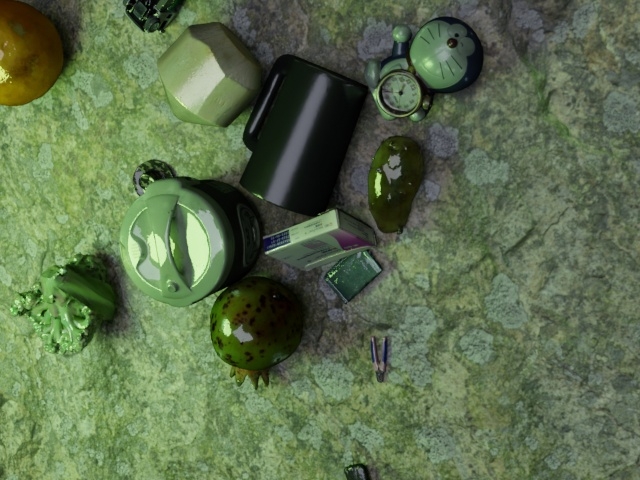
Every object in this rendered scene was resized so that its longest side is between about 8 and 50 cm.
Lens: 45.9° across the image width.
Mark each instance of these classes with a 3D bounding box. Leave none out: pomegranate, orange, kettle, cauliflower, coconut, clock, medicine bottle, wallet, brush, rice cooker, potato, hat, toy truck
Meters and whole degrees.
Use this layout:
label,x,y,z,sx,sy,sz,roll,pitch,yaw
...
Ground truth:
label,x,y,z,sx,sy,sz,roll,pitch,yaw
pomegranate,-0.158,0.228,1.750,0.231,0.231,0.285,20,103,14
orange,-0.763,-0.458,1.845,0.261,0.261,0.261,3,99,18
kettle,-0.039,-0.237,1.690,0.203,0.262,0.308,18,102,-21
cauliflower,-0.629,0.133,1.867,0.239,0.315,0.256,30,62,18
coconut,-0.255,-0.364,1.707,0.241,0.241,0.241,3,99,18
clock,0.220,-0.367,1.586,0.243,0.146,0.199,-25,95,24
medicine bottle,0.000,0.000,1.693,0.201,0.171,0.052,-20,64,26
wallet,0.076,0.076,1.758,0.129,0.026,0.088,-44,78,20
brush,0.126,0.694,1.820,0.070,0.051,0.323,-18,92,17
rice cooker,-0.294,-0.004,1.736,0.288,0.277,0.288,2,97,17
potato,0.162,-0.122,1.668,0.117,0.090,0.225,11,108,10
hat,-0.417,-0.143,1.874,0.121,0.050,0.121,2,99,15
toy truck,-0.353,-0.585,1.759,0.110,0.116,0.216,46,116,8

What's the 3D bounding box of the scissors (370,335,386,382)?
label,x,y,z,sx,sy,sz,roll,pitch,yaw
scissors,0.138,0.279,1.775,0.039,0.012,0.113,-1,98,19
